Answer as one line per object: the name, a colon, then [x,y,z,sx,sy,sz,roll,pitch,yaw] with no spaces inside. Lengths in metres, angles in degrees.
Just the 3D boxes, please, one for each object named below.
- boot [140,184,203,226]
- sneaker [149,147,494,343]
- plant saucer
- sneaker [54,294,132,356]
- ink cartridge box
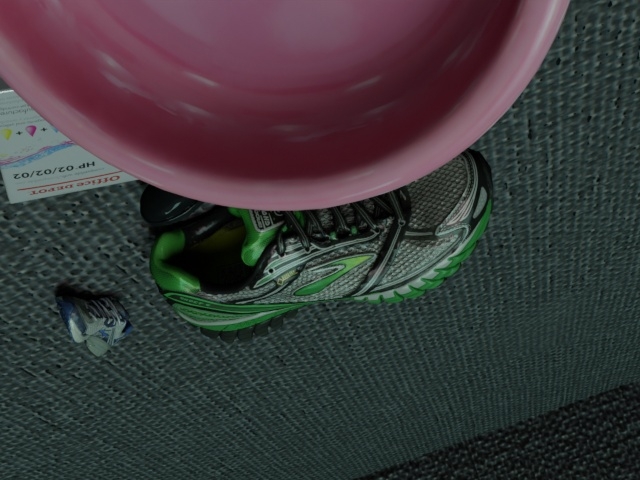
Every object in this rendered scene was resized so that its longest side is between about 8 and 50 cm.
boot: [-0.117,-0.065,0.896,0.121,0.045,0.099,-29,156,7]
sneaker: [0.000,0.000,1.005,0.344,0.134,0.146,-23,154,12]
plant saucer: [-0.039,-0.173,0.497,0.332,0.332,0.084,-38,-167,36]
sneaker: [-0.235,0.078,1.121,0.058,0.052,0.135,-28,163,-3]
ink cartridge box: [-0.187,-0.086,0.782,0.104,0.061,0.181,-12,155,-14]
